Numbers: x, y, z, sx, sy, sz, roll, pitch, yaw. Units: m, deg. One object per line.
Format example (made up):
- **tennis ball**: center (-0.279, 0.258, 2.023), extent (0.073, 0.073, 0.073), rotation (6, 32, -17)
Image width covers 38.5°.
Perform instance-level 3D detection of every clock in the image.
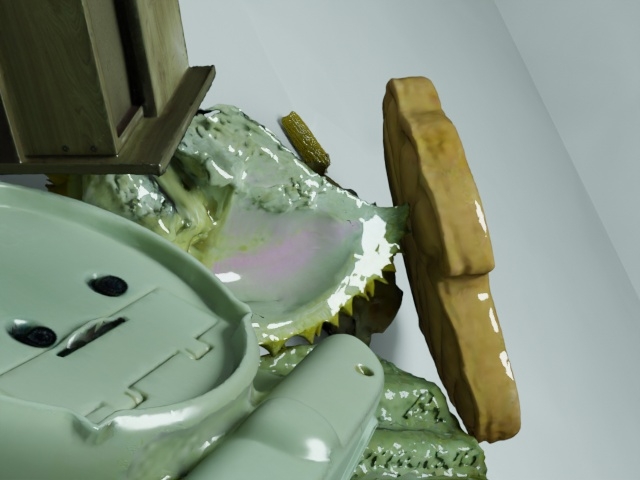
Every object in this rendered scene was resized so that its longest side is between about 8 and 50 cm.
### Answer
- **clock**: center (-0.145, 0.064, 0.450), extent (0.324, 0.108, 0.265), rotation (27, 21, 10)

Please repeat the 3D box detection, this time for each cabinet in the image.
- **cabinet**: center (-0.186, -0.146, 0.527), extent (0.148, 0.215, 0.174), rotation (-75, 162, -55)

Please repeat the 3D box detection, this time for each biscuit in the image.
- **biscuit**: center (0.107, 0.010, 0.850), extent (0.351, 0.057, 0.312), rotation (-102, 178, -55)

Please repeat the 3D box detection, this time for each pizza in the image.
- **pizza**: center (0.000, 0.000, 0.917), extent (0.323, 0.089, 0.223), rotation (29, 37, -45)

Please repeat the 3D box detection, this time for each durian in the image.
- **durian**: center (-0.091, -0.020, 0.686), extent (0.306, 0.166, 0.172), rotation (35, 29, -14)

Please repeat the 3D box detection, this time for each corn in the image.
- **corn**: center (-0.015, -0.112, 1.062), extent (0.083, 0.028, 0.027), rotation (56, 6, -7)

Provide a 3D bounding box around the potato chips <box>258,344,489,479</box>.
- **potato chips**: center (0.015, 0.183, 0.574), extent (0.429, 0.070, 0.358), rotation (9, 23, -37)
